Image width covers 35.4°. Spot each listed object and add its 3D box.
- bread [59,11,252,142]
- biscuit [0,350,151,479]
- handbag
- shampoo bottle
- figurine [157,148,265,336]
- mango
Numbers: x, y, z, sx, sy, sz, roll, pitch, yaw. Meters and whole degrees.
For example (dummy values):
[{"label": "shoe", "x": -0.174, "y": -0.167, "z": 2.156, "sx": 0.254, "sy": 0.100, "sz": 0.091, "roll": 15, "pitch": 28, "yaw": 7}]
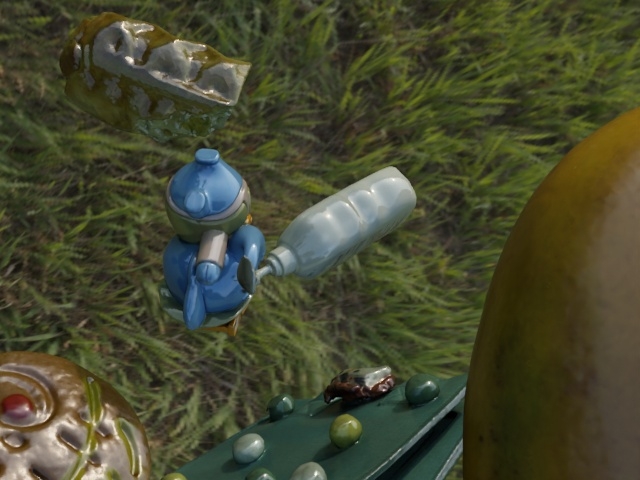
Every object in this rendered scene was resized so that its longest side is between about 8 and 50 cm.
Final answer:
[{"label": "bread", "x": -0.103, "y": -0.095, "z": 0.604, "sx": 0.110, "sy": 0.060, "sz": 0.066, "roll": 19, "pitch": 99, "yaw": -7}, {"label": "biscuit", "x": -0.397, "y": 0.276, "z": 1.201, "sx": 0.350, "sy": 0.070, "sz": 0.394, "roll": 32, "pitch": 40, "yaw": -1}, {"label": "handbag", "x": -0.010, "y": 0.206, "z": 0.939, "sx": 0.274, "sy": 0.268, "sz": 0.100, "roll": -35, "pitch": 103, "yaw": -48}, {"label": "shampoo bottle", "x": 0.000, "y": 0.000, "z": 0.748, "sx": 0.152, "sy": 0.077, "sz": 0.045, "roll": -32, "pitch": 79, "yaw": -31}, {"label": "figurine", "x": -0.153, "y": 0.016, "z": 1.369, "sx": 0.153, "sy": 0.262, "sz": 0.180, "roll": -13, "pitch": 47, "yaw": -12}, {"label": "mango", "x": 0.261, "y": 0.103, "z": 0.742, "sx": 0.300, "sy": 0.232, "sz": 0.446, "roll": 12, "pitch": 91, "yaw": -1}]
